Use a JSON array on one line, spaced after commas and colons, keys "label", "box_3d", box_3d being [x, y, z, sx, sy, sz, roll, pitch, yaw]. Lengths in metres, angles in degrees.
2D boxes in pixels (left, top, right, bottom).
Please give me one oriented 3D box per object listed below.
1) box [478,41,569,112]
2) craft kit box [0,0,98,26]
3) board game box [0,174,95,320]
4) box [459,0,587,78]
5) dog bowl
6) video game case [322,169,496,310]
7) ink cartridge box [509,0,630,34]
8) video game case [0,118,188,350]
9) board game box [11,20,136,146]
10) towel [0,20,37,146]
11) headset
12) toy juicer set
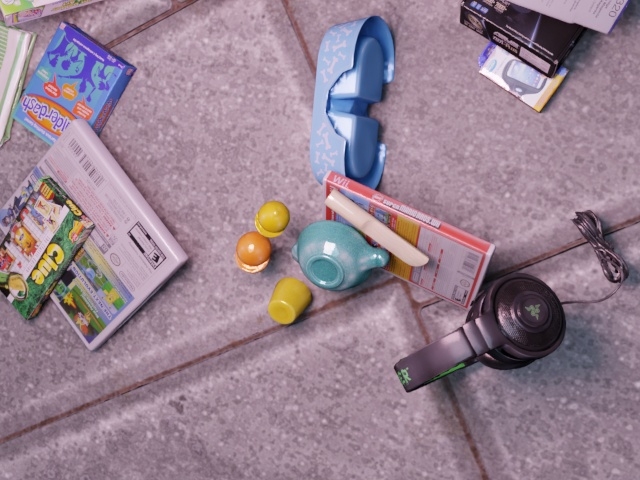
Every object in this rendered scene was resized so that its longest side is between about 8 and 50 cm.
[{"label": "box", "box_3d": [0.324, -0.278, 1.410, 0.136, 0.028, 0.081, 36, 102, 9]}, {"label": "craft kit box", "box_3d": [-0.486, -0.534, 1.550, 0.247, 0.061, 0.250, -21, 86, -21]}, {"label": "board game box", "box_3d": [-0.530, 0.017, 1.627, 0.136, 0.030, 0.259, 44, 117, 9]}, {"label": "box", "box_3d": [0.332, -0.368, 1.359, 0.180, 0.077, 0.147, 36, 88, 11]}, {"label": "dog bowl", "box_3d": [0.050, -0.218, 1.429, 0.074, 0.166, 0.297, 7, 96, 27]}, {"label": "video game case", "box_3d": [0.132, 0.004, 1.406, 0.285, 0.204, 0.025, 25, 64, 13]}, {"label": "ink cartridge box", "box_3d": [0.341, -0.475, 1.177, 0.324, 0.330, 0.071, -64, 32, 28]}, {"label": "video game case", "box_3d": [-0.432, -0.006, 1.609, 0.300, 0.036, 0.329, -42, 82, 28]}, {"label": "board game box", "box_3d": [-0.463, -0.277, 1.627, 0.160, 0.047, 0.210, 35, 103, 11]}, {"label": "towel", "box_3d": [-0.726, -0.339, 1.705, 0.325, 0.038, 0.248, 20, 100, 14]}, {"label": "headset", "box_3d": [0.288, 0.106, 1.351, 0.394, 0.243, 0.185, -24, 77, -2]}, {"label": "toy juicer set", "box_3d": [0.000, 0.000, 1.432, 0.329, 0.089, 0.209, -27, 108, 36]}]
